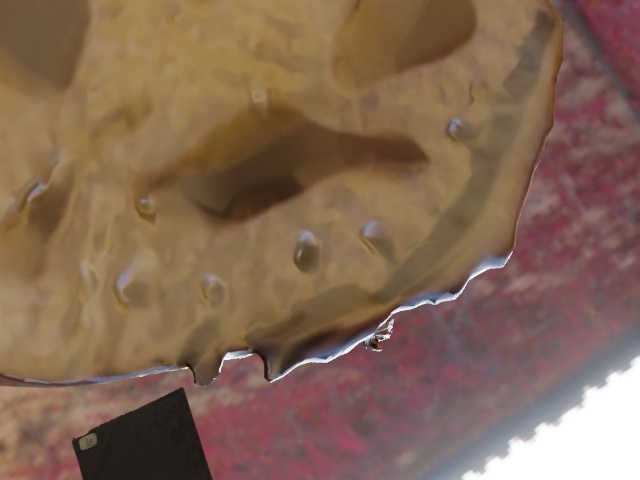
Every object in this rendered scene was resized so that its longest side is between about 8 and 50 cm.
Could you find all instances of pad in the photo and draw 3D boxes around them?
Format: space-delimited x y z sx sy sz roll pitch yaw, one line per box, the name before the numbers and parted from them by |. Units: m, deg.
pad | -0.144 0.230 1.539 0.116 0.004 0.193 -26 -123 7

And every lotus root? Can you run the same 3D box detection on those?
lotus root | -0.069 -0.108 0.782 0.111 0.390 0.375 -12 -133 60

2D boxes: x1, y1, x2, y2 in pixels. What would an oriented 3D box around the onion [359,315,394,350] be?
onion | 0.001 -0.004 1.417 0.173 0.198 0.135 -36 170 -11
